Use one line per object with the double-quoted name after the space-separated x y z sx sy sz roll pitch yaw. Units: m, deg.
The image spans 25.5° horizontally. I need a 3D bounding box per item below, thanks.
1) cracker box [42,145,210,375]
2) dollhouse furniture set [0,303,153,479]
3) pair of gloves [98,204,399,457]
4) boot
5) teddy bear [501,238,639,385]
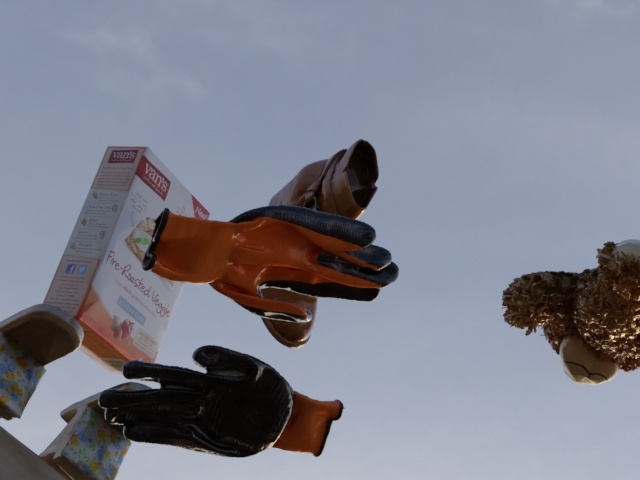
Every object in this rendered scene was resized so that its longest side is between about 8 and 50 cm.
-0.226 0.025 1.670 0.067 0.232 0.156 2 -29 30 "cracker box"
-0.215 0.306 1.396 0.256 0.362 0.394 -25 -59 40 "dollhouse furniture set"
-0.020 0.026 0.394 0.074 0.010 0.083 9 -62 -25 "pair of gloves"
0.000 0.000 1.447 0.073 0.197 0.152 17 -32 -33 "boot"
0.318 0.076 1.452 0.245 0.113 0.338 5 -17 -28 "teddy bear"
